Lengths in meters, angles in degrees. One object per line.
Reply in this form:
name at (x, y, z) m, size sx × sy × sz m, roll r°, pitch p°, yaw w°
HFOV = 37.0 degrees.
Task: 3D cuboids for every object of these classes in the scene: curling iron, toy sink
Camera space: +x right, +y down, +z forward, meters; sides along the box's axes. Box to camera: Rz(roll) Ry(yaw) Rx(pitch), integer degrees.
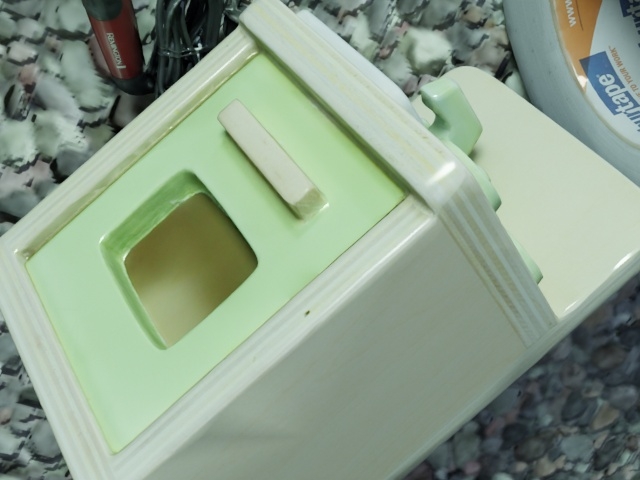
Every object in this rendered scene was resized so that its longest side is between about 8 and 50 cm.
curling iron at (-0.080, -0.147, 0.335) m, size 0.068 × 0.035 × 0.274 m, roll -33°, pitch 145°, yaw -11°
toy sink at (0.000, 0.000, 0.398) m, size 0.234 × 0.153 × 0.131 m, roll -40°, pitch 139°, yaw 1°

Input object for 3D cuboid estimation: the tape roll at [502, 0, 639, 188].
tape roll at (0.154, -0.101, 0.392) m, size 0.072 × 0.219 × 0.219 m, roll -20°, pitch 117°, yaw -11°
